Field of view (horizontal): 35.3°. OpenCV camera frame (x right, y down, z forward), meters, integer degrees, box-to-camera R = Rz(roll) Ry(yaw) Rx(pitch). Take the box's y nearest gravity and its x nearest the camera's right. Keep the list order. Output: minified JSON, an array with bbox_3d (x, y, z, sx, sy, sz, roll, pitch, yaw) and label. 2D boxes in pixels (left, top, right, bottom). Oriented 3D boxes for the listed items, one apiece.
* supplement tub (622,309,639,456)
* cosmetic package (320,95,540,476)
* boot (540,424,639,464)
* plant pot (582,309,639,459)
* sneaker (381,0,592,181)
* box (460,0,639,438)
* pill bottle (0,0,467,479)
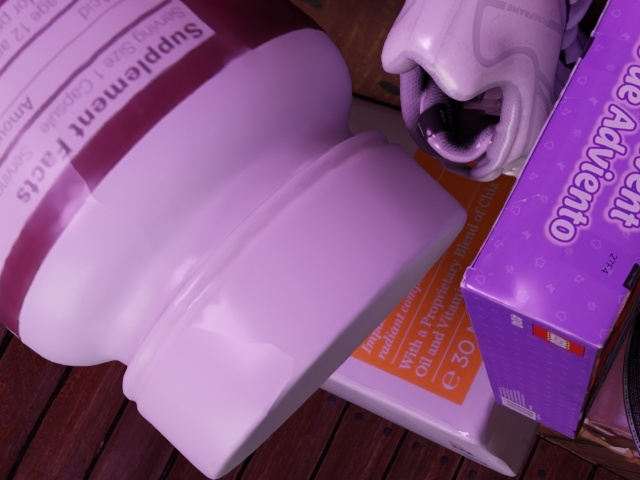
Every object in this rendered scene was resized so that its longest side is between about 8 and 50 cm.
[{"bbox_3d":[0.276,0.069,0.524,0.207,0.207,0.338,25,170,13],"label":"supplement tub"},{"bbox_3d":[0.000,0.000,0.887,0.453,0.230,0.161,21,167,28],"label":"cosmetic package"},{"bbox_3d":[0.207,0.110,1.026,0.270,0.089,0.236,20,-160,-8],"label":"boot"},{"bbox_3d":[0.295,0.097,0.797,0.167,0.165,0.167,26,169,5],"label":"plant pot"},{"bbox_3d":[0.097,-0.081,0.549,0.110,0.118,0.292,20,170,24],"label":"sneaker"},{"bbox_3d":[0.146,-0.018,0.488,0.057,0.201,0.293,25,170,18],"label":"box"},{"bbox_3d":[-0.127,-0.078,0.539,0.392,0.224,0.224,44,172,8],"label":"pill bottle"}]
